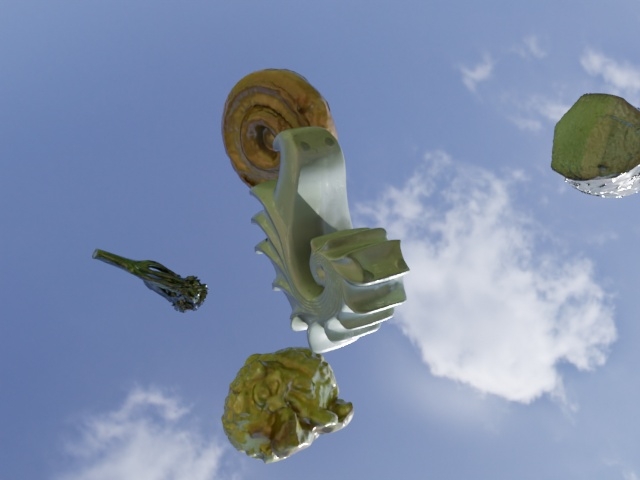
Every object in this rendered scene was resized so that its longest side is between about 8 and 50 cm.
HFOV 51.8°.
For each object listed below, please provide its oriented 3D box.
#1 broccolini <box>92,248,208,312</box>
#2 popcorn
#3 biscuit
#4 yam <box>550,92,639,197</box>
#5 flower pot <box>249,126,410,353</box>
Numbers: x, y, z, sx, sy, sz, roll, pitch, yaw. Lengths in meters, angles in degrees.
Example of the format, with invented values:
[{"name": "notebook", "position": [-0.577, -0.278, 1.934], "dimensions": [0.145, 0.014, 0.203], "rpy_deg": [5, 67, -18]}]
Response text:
[{"name": "broccolini", "position": [-0.271, 0.053, 1.083], "dimensions": [0.091, 0.202, 0.068], "rpy_deg": [16, -110, 53]}, {"name": "popcorn", "position": [-0.063, 0.331, 1.315], "dimensions": [0.251, 0.206, 0.237], "rpy_deg": [21, -139, 7]}, {"name": "biscuit", "position": [-0.100, -0.225, 1.439], "dimensions": [0.296, 0.297, 0.102], "rpy_deg": [20, -149, 28]}, {"name": "yam", "position": [0.580, -0.191, 1.319], "dimensions": [0.201, 0.271, 0.203], "rpy_deg": [5, -90, 42]}, {"name": "flower pot", "position": [0.000, 0.000, 1.188], "dimensions": [0.164, 0.254, 0.368], "rpy_deg": [-16, -113, -33]}]
